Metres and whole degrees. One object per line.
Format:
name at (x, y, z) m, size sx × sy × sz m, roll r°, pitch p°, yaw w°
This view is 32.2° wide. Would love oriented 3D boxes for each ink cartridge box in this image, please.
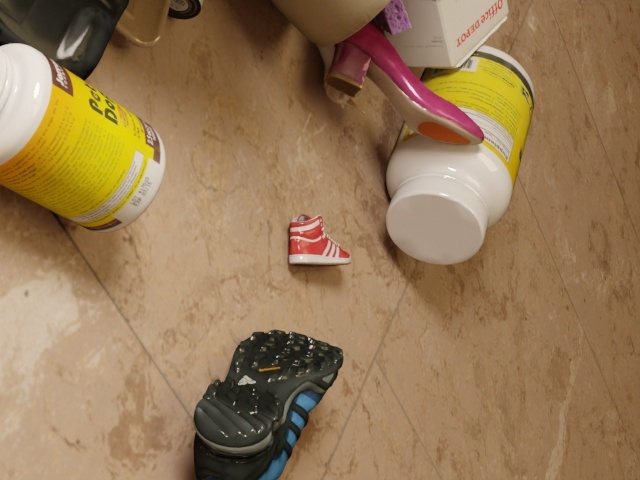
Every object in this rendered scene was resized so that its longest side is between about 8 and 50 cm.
ink cartridge box at (0.168, -0.425, 1.652) m, size 0.207 × 0.117 × 0.283 m, roll -46°, pitch 131°, yaw -40°

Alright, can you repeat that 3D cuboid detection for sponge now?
sponge at (0.067, -0.360, 1.539) m, size 0.210 × 0.031 × 0.117 m, roll -121°, pitch -172°, yaw -66°

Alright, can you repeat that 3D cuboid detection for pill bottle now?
pill bottle at (0.205, -0.128, 1.659) m, size 0.188 × 0.188 × 0.334 m, roll 57°, pitch 38°, yaw -32°
pill bottle at (-0.245, -0.095, 0.981) m, size 0.215 × 0.117 × 0.117 m, roll 33°, pitch 54°, yaw -51°

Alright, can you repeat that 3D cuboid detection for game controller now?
game controller at (-0.303, -0.278, 0.978) m, size 0.319 × 0.067 × 0.166 m, roll 39°, pitch 64°, yaw -35°

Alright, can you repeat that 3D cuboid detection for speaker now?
speaker at (-0.151, -0.323, 1.265) m, size 0.055 × 0.055 × 0.136 m, roll 41°, pitch 47°, yaw -46°

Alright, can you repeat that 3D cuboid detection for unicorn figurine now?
unicorn figurine at (0.027, -0.256, 1.542) m, size 0.162 × 0.060 × 0.111 m, roll 57°, pitch 45°, yaw -9°

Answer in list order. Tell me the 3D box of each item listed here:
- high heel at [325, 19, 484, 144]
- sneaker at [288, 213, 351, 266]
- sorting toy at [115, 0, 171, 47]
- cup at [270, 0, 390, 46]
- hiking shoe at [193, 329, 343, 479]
high heel at (0.127, -0.219, 1.504) m, size 0.244 × 0.082 × 0.117 m, roll 23°, pitch 72°, yaw -9°
sneaker at (0.000, 0.000, 1.424) m, size 0.118 × 0.042 × 0.067 m, roll 4°, pitch 81°, yaw -56°
sorting toy at (-0.234, -0.326, 1.150) m, size 0.208 × 0.038 × 0.193 m, roll 35°, pitch 52°, yaw -40°
cup at (-0.005, -0.439, 1.334) m, size 0.237 × 0.331 × 0.331 m, roll 31°, pitch 52°, yaw -24°
hiking shoe at (-0.067, 0.193, 1.229) m, size 0.304 × 0.113 × 0.132 m, roll -33°, pitch 139°, yaw -63°
